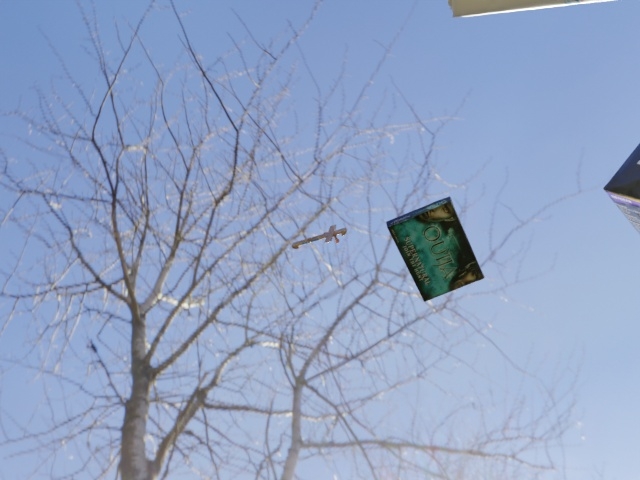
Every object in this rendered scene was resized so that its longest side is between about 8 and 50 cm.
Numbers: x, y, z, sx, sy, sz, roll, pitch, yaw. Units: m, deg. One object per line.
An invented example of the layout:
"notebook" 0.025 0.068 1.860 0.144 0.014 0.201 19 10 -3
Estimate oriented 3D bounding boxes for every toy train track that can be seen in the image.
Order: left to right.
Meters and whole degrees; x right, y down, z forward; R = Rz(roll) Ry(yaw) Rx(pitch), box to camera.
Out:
"toy train track" 0.000 0.000 0.981 0.083 0.048 0.014 -15 -65 20

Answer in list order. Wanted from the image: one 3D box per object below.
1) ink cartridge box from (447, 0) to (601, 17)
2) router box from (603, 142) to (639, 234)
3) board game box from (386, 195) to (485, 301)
"ink cartridge box" 0.306 -0.401 0.833 0.306 0.131 0.226 2 -64 24
"router box" 0.627 -0.117 1.119 0.243 0.081 0.309 40 -92 -26
"board game box" 0.215 0.018 1.306 0.126 0.026 0.186 -23 -61 12
